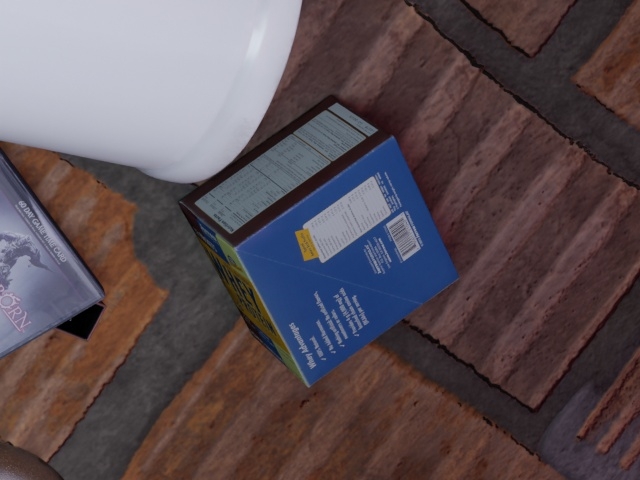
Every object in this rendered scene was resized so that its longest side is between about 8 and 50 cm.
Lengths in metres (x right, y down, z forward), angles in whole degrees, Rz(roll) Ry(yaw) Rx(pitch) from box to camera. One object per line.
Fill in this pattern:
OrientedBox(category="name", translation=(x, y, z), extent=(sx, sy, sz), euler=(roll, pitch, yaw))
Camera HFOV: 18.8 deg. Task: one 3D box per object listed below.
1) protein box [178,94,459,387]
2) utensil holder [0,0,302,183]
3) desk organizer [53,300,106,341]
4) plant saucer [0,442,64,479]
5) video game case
OrientedBox(category="protein box", translation=(0.000, 0.000, 1.999), extent=(0.201, 0.136, 0.200), euler=(-35, 125, -12))
OrientedBox(category="utensil holder", translation=(-0.254, -0.239, 1.631), extent=(0.385, 0.327, 0.328), euler=(10, 106, -32))
OrientedBox(category="desk organizer", translation=(-0.282, 0.054, 1.915), extent=(0.130, 0.050, 0.047), euler=(24, 98, -35))
OrientedBox(category="plant saucer", translation=(-0.381, 0.355, 1.998), extent=(0.310, 0.050, 0.311), euler=(-12, 116, -26))
OrientedBox(category="video game case", translation=(-0.371, 0.052, 1.838), extent=(0.274, 0.026, 0.196), euler=(-30, 124, 4))
